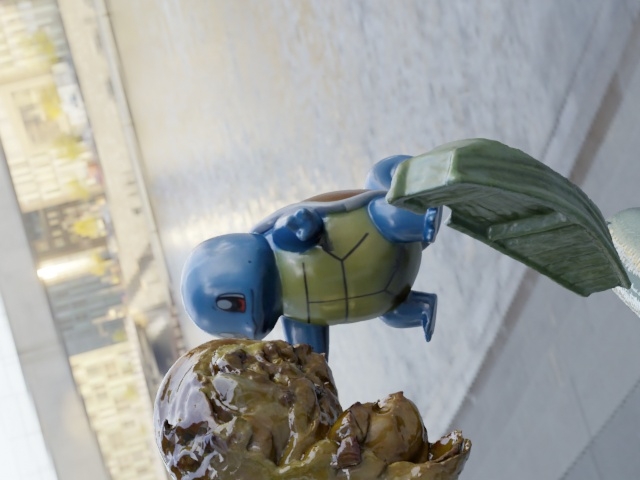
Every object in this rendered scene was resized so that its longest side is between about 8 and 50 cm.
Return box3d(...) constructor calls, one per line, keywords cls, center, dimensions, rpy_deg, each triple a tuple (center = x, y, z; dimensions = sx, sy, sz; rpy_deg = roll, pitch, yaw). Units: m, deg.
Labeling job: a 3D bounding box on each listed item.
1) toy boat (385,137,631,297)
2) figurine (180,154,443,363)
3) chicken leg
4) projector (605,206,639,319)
box3d(cls="toy boat", center=(0.153, -0.018, 0.925), dimensions=(0.293, 0.093, 0.055), rpy_deg=(24, -119, -49))
box3d(cls="figurine", center=(0.030, 0.020, 1.586), dimensions=(0.243, 0.416, 0.298), rpy_deg=(44, 150, 33))
box3d(cls="chicken leg", center=(0.013, 0.276, 1.148), dimensions=(0.182, 0.295, 0.409), rpy_deg=(11, -116, -81))
box3d(cls="projector", center=(0.393, 0.063, 1.303), dimensions=(0.337, 0.108, 0.108), rpy_deg=(-110, 8, -69))
